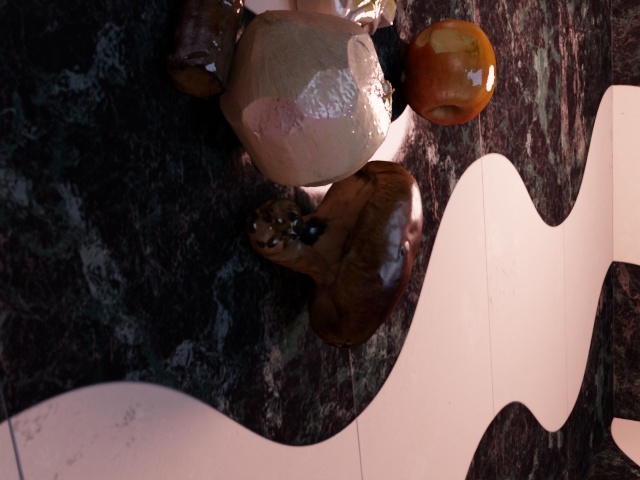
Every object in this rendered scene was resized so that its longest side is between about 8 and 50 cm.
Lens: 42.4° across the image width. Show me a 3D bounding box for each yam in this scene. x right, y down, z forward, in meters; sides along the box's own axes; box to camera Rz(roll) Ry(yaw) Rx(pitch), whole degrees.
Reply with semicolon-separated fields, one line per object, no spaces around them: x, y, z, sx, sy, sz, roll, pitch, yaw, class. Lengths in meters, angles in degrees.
-0.136;-0.249;0.994;0.079;0.079;0.141;37;61;-54;yam

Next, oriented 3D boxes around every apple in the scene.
0.238;-0.314;1.518;0.199;0.199;0.199;-10;102;-58;apple

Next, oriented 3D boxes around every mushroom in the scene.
0.034;-0.003;1.207;0.254;0.267;0.267;47;46;-7;mushroom

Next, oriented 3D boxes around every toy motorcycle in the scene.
0.041;-0.412;1.243;0.223;0.107;0.341;34;64;-46;toy motorcycle

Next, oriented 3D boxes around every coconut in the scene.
-0.023;-0.190;1.058;0.234;0.224;0.224;75;34;-48;coconut
